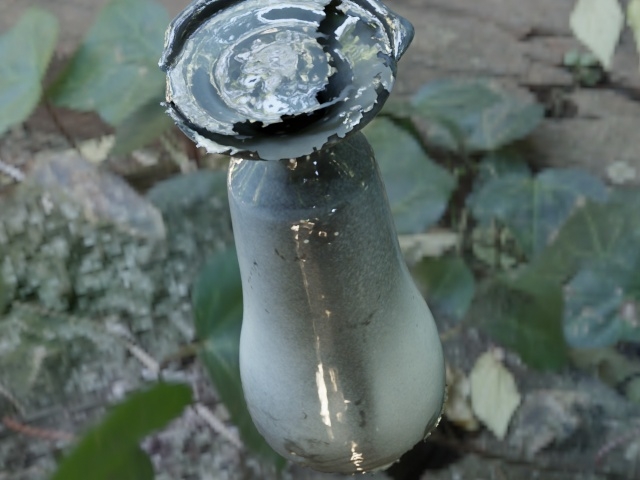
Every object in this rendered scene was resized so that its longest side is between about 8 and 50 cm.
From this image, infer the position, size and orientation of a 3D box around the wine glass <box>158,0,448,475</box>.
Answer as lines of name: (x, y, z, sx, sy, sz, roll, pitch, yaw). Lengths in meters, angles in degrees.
wine glass: (0.000, 0.000, 0.485, 0.072, 0.155, 0.072, -5, 48, 6)
